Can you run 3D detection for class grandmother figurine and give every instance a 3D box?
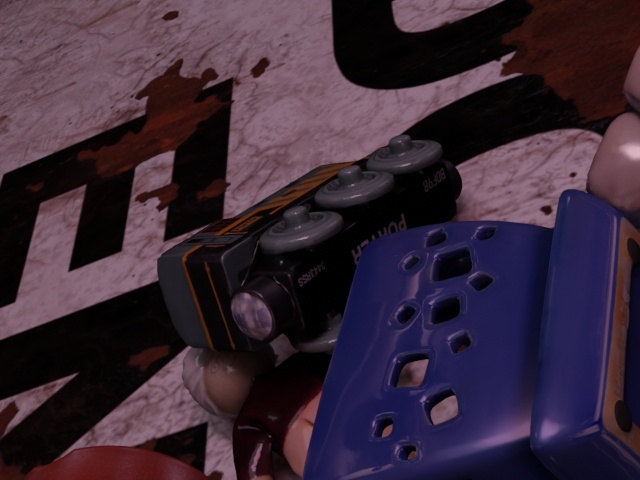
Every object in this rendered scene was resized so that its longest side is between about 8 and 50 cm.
[{"bbox_3d":[-0.001,0.158,1.063,0.208,0.104,0.342,-40,39,-27],"label":"grandmother figurine"}]

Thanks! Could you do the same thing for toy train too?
[{"bbox_3d":[0.000,0.000,1.145,0.190,0.142,0.334,-2,24,39],"label":"toy train"}]

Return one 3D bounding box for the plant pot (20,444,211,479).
[{"bbox_3d":[-0.168,0.314,0.891,0.272,0.272,0.265,-21,31,15],"label":"plant pot"}]

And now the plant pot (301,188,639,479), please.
[{"bbox_3d":[0.154,0.118,0.818,0.212,0.236,0.236,-23,38,39],"label":"plant pot"}]

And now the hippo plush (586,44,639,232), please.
[{"bbox_3d":[0.333,-0.046,0.858,0.236,0.294,0.234,24,31,18],"label":"hippo plush"}]
